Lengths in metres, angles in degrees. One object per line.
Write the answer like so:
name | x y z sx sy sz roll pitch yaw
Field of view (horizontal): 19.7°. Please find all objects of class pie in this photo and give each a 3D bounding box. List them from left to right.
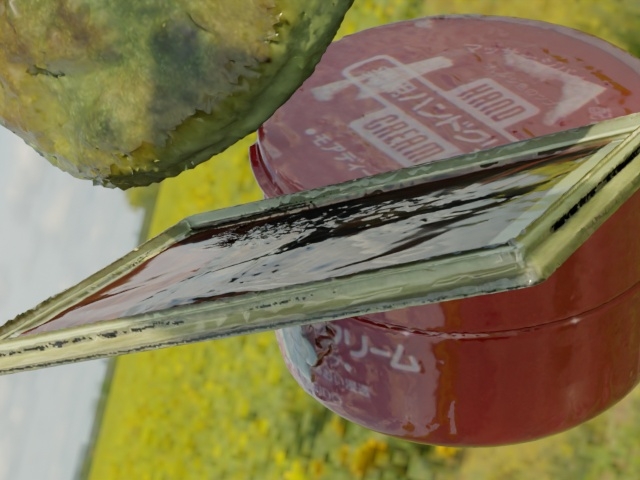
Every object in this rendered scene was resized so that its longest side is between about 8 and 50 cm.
pie | -0.099 -0.176 0.714 0.070 0.323 0.323 -35 -30 -48

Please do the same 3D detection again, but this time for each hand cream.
hand cream | 0.079 -0.009 0.984 0.230 0.230 0.149 -83 -11 -53

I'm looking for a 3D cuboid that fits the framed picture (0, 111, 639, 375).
framed picture | 0.000 0.000 0.756 0.216 0.273 0.016 -36 -69 -59
